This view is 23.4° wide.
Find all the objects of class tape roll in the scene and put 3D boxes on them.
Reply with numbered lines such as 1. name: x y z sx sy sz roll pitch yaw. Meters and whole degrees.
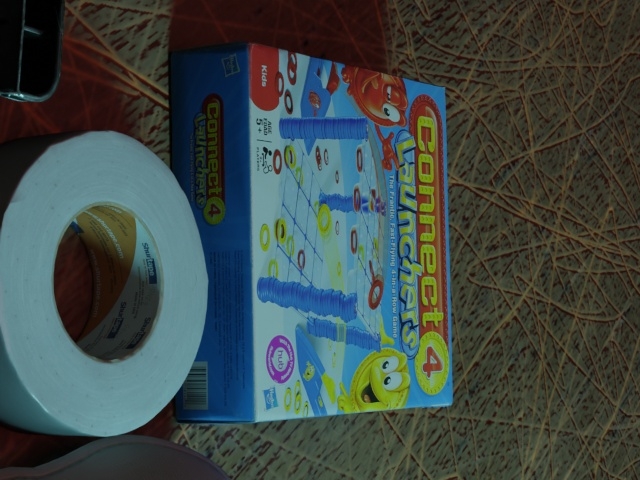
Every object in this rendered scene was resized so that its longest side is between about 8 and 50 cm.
1. tape roll: -0.177 0.031 1.113 0.219 0.072 0.219 5 83 -54

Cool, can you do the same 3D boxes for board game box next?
1. board game box: 0.000 0.000 1.350 0.302 0.086 0.308 3 85 -54

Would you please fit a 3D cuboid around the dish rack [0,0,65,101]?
1. dish rack: -0.282 -0.208 0.987 0.271 0.074 0.208 12 77 -53

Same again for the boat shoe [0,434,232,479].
1. boat shoe: -0.170 0.210 1.096 0.302 0.091 0.114 7 38 -53
